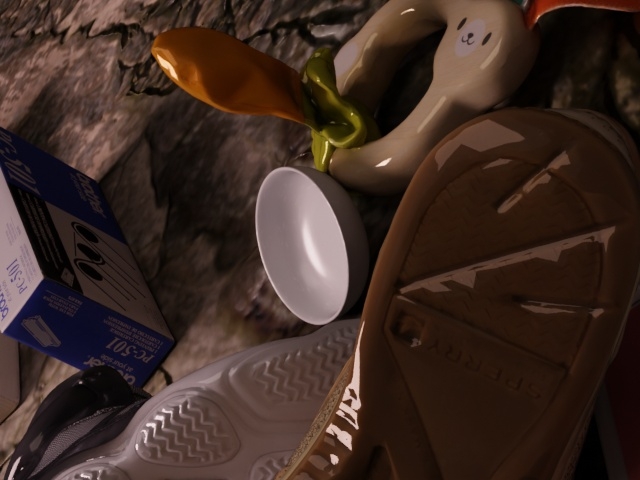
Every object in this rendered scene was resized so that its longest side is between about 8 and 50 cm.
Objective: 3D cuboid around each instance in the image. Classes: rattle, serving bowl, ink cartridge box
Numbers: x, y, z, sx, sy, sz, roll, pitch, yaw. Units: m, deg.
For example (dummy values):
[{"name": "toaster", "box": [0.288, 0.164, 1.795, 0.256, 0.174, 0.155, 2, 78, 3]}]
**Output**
[{"name": "rattle", "box": [0.039, -0.114, 0.800, 0.199, 0.143, 0.130, -25, 28, 49]}, {"name": "serving bowl", "box": [0.000, 0.000, 0.833, 0.083, 0.027, 0.083, 29, 127, 47]}, {"name": "ink cartridge box", "box": [-0.165, 0.006, 1.003, 0.046, 0.097, 0.207, -52, 34, 12]}]

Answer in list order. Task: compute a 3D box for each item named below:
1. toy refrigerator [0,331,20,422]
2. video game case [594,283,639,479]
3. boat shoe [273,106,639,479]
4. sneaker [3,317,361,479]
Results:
[{"name": "toy refrigerator", "box": [-0.282, 0.027, 1.142, 0.102, 0.094, 0.270, -41, 38, 25]}, {"name": "video game case", "box": [0.216, 0.026, 0.557, 0.285, 0.025, 0.204, -36, 40, 30]}, {"name": "boat shoe", "box": [0.044, 0.107, 0.653, 0.121, 0.110, 0.341, 30, 107, 14]}, {"name": "sneaker", "box": [-0.068, 0.099, 0.799, 0.268, 0.101, 0.153, -31, 19, 9]}]
